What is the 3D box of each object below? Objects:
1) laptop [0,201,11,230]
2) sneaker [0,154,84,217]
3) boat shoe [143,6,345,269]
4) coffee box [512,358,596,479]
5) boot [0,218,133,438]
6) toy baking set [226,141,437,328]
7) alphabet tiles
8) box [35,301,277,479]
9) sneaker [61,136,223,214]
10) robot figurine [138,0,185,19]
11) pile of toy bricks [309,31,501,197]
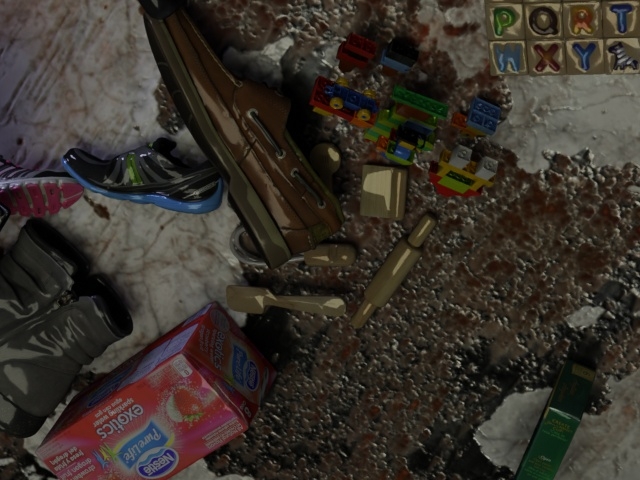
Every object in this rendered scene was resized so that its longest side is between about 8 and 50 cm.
[{"bbox_3d":[-0.556,-0.085,1.920,0.382,0.236,0.408,38,111,16],"label":"laptop"},{"bbox_3d":[-0.356,-0.069,2.035,0.170,0.075,0.063,-6,143,-3],"label":"sneaker"},{"bbox_3d":[-0.082,-0.125,1.910,0.104,0.111,0.307,-29,97,-7],"label":"boat shoe"},{"bbox_3d":[0.250,0.233,1.982,0.040,0.113,0.184,23,122,7],"label":"coffee box"},{"bbox_3d":[-0.395,0.051,2.097,0.338,0.118,0.223,39,110,-5],"label":"boot"},{"bbox_3d":[0.006,0.003,1.984,0.197,0.030,0.256,32,115,6],"label":"toy baking set"},{"bbox_3d":[0.278,-0.258,1.777,0.237,0.009,0.198,1,116,17],"label":"alphabet tiles"},{"bbox_3d":[-0.192,0.201,2.088,0.257,0.128,0.122,-34,103,28],"label":"box"},{"bbox_3d":[-0.195,-0.080,1.989,0.188,0.067,0.078,10,98,13],"label":"sneaker"},{"bbox_3d":[-0.185,-0.365,1.770,0.209,0.173,0.278,-33,107,-8],"label":"robot figurine"},{"bbox_3d":[0.082,-0.124,1.865,0.212,0.118,0.105,23,151,-14],"label":"pile of toy bricks"}]
